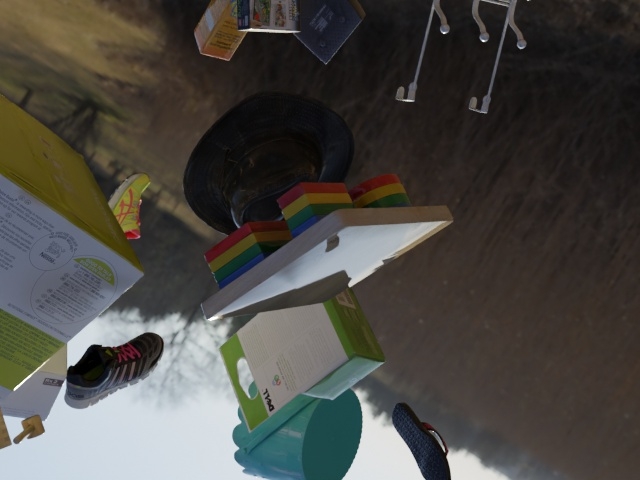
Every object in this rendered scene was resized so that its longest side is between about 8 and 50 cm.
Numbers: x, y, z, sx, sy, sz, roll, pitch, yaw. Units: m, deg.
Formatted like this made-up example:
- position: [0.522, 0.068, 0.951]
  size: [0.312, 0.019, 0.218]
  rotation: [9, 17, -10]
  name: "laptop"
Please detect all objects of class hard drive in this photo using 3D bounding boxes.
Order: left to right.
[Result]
- position: [-0.025, -0.523, 2.110]
  size: [0.254, 0.054, 0.172]
  rotation: [48, 137, 2]
  name: "hard drive"

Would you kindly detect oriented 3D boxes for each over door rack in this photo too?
- position: [0.346, -0.449, 2.306]
  size: [0.240, 0.324, 0.108]
  rotation: [5, -152, -27]
  name: "over door rack"

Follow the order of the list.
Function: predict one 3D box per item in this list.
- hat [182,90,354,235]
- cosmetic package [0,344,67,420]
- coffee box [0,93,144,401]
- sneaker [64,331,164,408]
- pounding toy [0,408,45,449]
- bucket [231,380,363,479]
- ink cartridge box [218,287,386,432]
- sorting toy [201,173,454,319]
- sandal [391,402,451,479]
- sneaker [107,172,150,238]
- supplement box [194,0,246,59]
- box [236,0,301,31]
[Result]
- position: [-0.083, -0.099, 1.776]
  size: [0.331, 0.331, 0.134]
  rotation: [35, -158, -34]
  name: "hat"
- position: [-0.578, 0.223, 1.894]
  size: [0.151, 0.151, 0.183]
  rotation: [13, -140, -24]
  name: "cosmetic package"
- position: [-0.537, -0.017, 1.502]
  size: [0.338, 0.334, 0.337]
  rotation: [43, -173, -49]
  name: "coffee box"
- position: [-0.303, 0.178, 1.449]
  size: [0.063, 0.170, 0.074]
  rotation: [40, 146, 32]
  name: "sneaker"
- position: [-0.556, 0.305, 1.617]
  size: [0.181, 0.094, 0.206]
  rotation: [-23, 174, 41]
  name: "pounding toy"
- position: [-0.044, 0.424, 2.220]
  size: [0.183, 0.281, 0.281]
  rotation: [9, 163, 34]
  name: "bucket"
- position: [-0.040, 0.197, 1.732]
  size: [0.097, 0.255, 0.188]
  rotation: [20, -143, -50]
  name: "ink cartridge box"
- position: [0.000, 0.000, 1.305]
  size: [0.256, 0.257, 0.089]
  rotation: [-4, -115, -52]
  name: "sorting toy"
- position: [0.167, 0.317, 1.544]
  size: [0.040, 0.067, 0.179]
  rotation: [3, -152, -26]
  name: "sandal"
- position: [-0.392, -0.046, 1.973]
  size: [0.094, 0.208, 0.081]
  rotation: [34, 151, -6]
  name: "sneaker"
- position: [-0.182, -0.495, 2.090]
  size: [0.078, 0.233, 0.080]
  rotation: [8, -134, -32]
  name: "supplement box"
- position: [-0.086, -0.453, 1.642]
  size: [0.114, 0.206, 0.036]
  rotation: [-7, -169, -42]
  name: "box"
